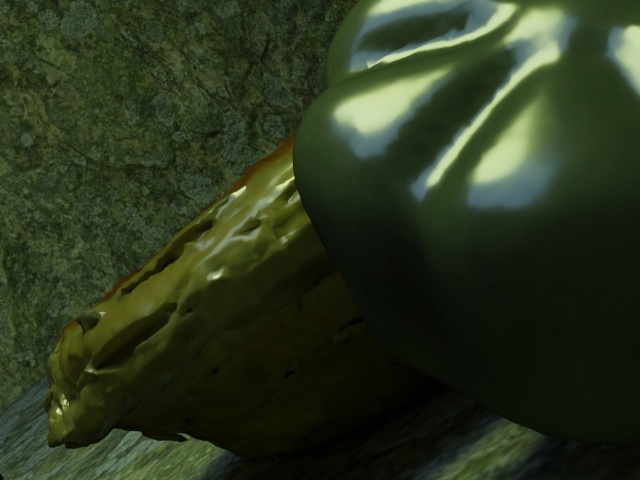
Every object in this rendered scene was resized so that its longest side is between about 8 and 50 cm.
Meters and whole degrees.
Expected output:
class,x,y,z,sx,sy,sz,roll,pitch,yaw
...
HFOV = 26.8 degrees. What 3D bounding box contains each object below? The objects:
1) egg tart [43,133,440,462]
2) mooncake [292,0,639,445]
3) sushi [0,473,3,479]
class,x,y,z,sx,sy,sz,roll,pitch,yaw
egg tart,0.013,0.016,0.888,0.443,0.178,0.443,-39,5,4
mooncake,0.120,-0.050,0.566,0.275,0.135,0.275,-15,39,12
sushi,-0.432,0.288,1.452,0.287,0.149,0.140,19,76,38
